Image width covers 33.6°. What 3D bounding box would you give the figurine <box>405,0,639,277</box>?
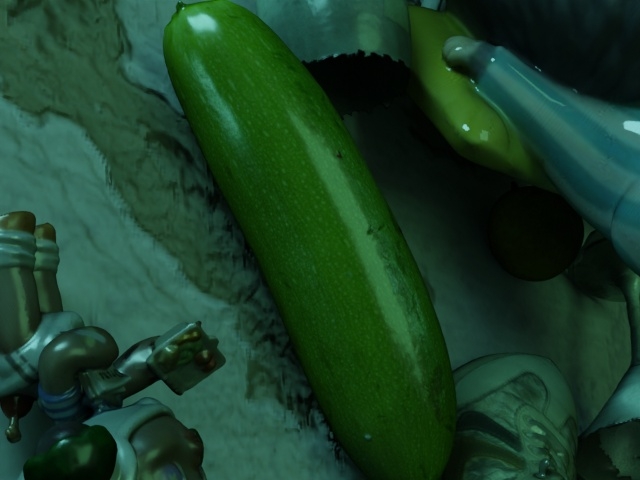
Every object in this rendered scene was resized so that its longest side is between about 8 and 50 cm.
[{"bbox_3d":[0.257,-0.172,0.659,0.361,0.378,0.266,46,25,24],"label":"figurine"}]

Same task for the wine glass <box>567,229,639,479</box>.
[{"bbox_3d":[0.237,0.084,0.781,0.122,0.122,0.183,36,44,-32],"label":"wine glass"}]

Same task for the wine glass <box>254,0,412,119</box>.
[{"bbox_3d":[0.051,-0.260,0.620,0.096,0.264,0.309,11,64,-43],"label":"wine glass"}]

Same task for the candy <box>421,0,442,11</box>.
[{"bbox_3d":[0.129,-0.318,0.889,0.124,0.124,0.365,38,57,-30],"label":"candy"}]

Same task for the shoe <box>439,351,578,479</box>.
[{"bbox_3d":[0.107,0.156,0.609,0.103,0.098,0.275,55,39,-19],"label":"shoe"}]

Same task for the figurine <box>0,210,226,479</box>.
[{"bbox_3d":[-0.085,0.080,0.429,0.147,0.093,0.197,45,29,-76],"label":"figurine"}]

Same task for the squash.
[{"bbox_3d":[0.002,0.000,0.578,0.082,0.082,0.292,-25,90,-51],"label":"squash"}]

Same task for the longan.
[{"bbox_3d":[0.153,-0.011,0.771,0.075,0.075,0.083,15,44,-44],"label":"longan"}]
